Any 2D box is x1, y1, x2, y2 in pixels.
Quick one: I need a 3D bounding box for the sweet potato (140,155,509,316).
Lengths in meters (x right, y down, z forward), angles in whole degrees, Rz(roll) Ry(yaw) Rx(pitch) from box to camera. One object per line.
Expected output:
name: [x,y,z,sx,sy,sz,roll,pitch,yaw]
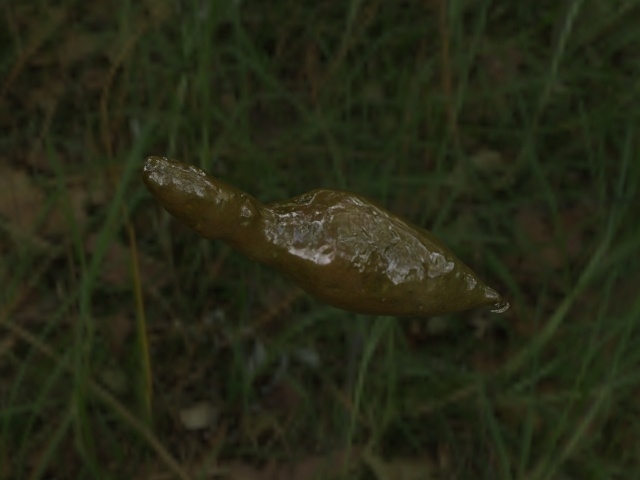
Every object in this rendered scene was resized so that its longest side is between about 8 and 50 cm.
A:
sweet potato: [-0.003,-0.001,1.233,0.269,0.075,0.074,20,42,-27]
